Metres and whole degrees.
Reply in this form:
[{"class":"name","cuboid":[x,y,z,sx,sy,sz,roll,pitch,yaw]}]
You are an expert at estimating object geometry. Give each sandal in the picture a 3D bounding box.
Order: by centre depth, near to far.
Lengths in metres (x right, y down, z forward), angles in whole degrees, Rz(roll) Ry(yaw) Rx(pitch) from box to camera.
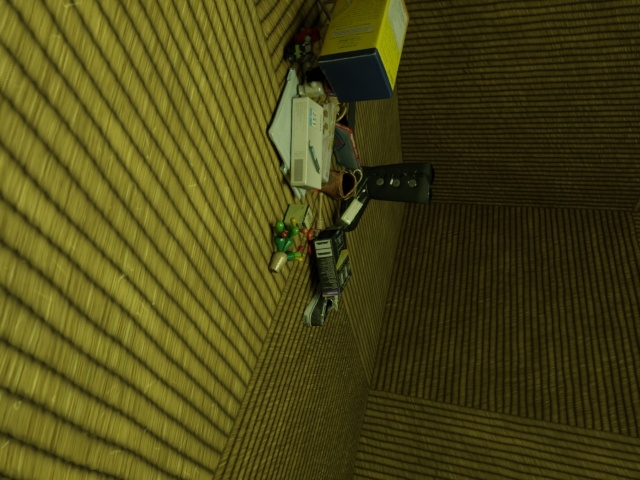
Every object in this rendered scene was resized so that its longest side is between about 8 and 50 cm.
[{"class":"sandal","cuboid":[0.065,-0.604,1.916,0.079,0.088,0.240,46,34,-24]}]

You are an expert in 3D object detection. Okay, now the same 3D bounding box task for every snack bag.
[{"class":"snack bag","cuboid":[-0.089,-0.370,1.530,0.343,0.037,0.323,61,37,-54]}]

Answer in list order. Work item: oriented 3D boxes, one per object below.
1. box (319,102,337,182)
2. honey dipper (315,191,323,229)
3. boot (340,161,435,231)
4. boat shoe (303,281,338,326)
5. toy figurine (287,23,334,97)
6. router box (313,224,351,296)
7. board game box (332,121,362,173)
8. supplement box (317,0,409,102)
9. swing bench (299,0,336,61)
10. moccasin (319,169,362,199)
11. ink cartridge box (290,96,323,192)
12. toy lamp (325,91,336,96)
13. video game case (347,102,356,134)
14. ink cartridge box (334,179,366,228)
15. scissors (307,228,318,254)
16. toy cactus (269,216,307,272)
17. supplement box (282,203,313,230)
[{"class":"box","cuboid":[0.014,-0.403,1.783,0.067,0.063,0.325,30,66,-68]},{"class":"honey dipper","cuboid":[-0.002,-0.128,1.855,0.030,0.030,0.161,17,76,-71]},{"class":"boot","cuboid":[0.339,-0.213,2.195,0.146,0.444,0.368,14,80,-71]},{"class":"boat shoe","cuboid":[0.023,0.266,1.895,0.306,0.104,0.113,-51,142,-60]},{"class":"toy figurine","cuboid":[-0.007,-0.611,1.488,0.210,0.148,0.213,-77,156,-48]},{"class":"router box","cuboid":[0.059,0.080,1.890,0.309,0.080,0.243,-42,123,-73]},{"class":"board game box","cuboid":[0.105,-0.418,1.936,0.027,0.145,0.281,-50,150,-15]},{"class":"supplement box","cuboid":[0.149,-0.659,1.413,0.194,0.195,0.357,47,53,-55]},{"class":"swing bench","cuboid":[0.056,-0.769,1.670,0.255,0.165,0.254,69,30,-53]},{"class":"moccasin","cuboid":[0.108,-0.259,1.964,0.380,0.146,0.139,17,78,-71]},{"class":"ink cartridge box","cuboid":[-0.025,-0.331,1.560,0.261,0.066,0.297,0,92,-68]},{"class":"toy lamp","cuboid":[0.112,-0.678,1.903,0.274,0.080,0.080,-27,122,-45]},{"class":"video game case","cuboid":[0.147,-0.525,2.063,0.248,0.035,0.275,85,8,-64]},{"class":"ink cartridge box","cuboid":[0.161,-0.166,2.061,0.235,0.056,0.171,-55,-179,-13]},{"class":"scissors","cuboid":[0.000,0.000,1.898,0.297,0.021,0.109,-8,100,-70]},{"class":"toy cactus","cuboid":[-0.113,0.031,1.472,0.219,0.112,0.181,78,33,-61]},{"class":"supplement box","cuboid":[-0.080,-0.080,1.543,0.056,0.083,0.083,68,31,-52]}]
